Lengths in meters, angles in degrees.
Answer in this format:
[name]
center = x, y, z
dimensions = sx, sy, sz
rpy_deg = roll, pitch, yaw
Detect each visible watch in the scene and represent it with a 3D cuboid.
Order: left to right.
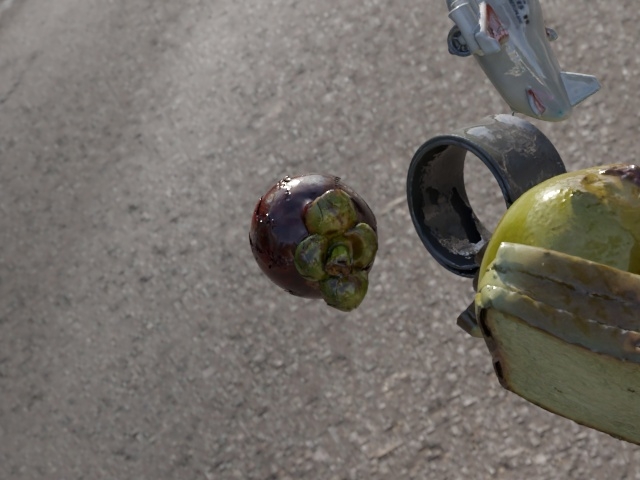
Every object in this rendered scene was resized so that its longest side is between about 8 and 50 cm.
[watch]
center = 0.305, -0.045, 1.956
dimensions = 0.314, 0.335, 0.327
rpy_deg = -21, 60, -32

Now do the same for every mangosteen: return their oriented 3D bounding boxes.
[mangosteen]
center = 0.000, 0.000, 1.307
dimensions = 0.166, 0.166, 0.180
rpy_deg = -35, 28, -11

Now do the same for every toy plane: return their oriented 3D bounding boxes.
[toy plane]
center = 0.253, -0.263, 1.389
dimensions = 0.118, 0.252, 0.252
rpy_deg = -37, 23, 31

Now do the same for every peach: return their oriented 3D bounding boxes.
[peach]
center = 0.359, 0.062, 1.444
dimensions = 0.281, 0.316, 0.314
rpy_deg = 21, 52, 17

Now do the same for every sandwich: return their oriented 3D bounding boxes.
[sandwich]
center = 0.300, 0.118, 1.078
dimensions = 0.271, 0.301, 0.099
rpy_deg = 21, 73, 24
